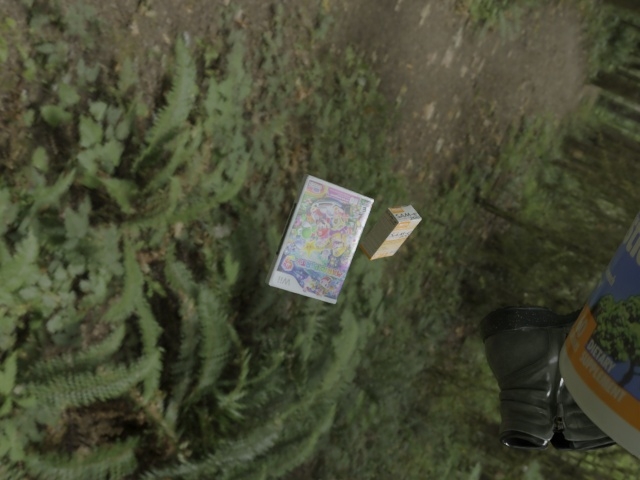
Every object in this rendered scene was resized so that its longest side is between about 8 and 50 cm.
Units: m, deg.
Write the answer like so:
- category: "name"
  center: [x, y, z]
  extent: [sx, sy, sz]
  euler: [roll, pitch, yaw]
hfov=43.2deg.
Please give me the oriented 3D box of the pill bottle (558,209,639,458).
- category: "pill bottle"
  center: [0.257, -0.006, 0.438]
  extent: [0.272, 0.152, 0.152]
  euler: [-68, 167, 21]

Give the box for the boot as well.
- category: "boot"
  center: [0.299, 0.155, 0.895]
  extent: [0.083, 0.246, 0.161]
  euler: [103, -18, -59]

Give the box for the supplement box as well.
- category: "supplement box"
  center: [0.119, -0.013, 1.382]
  extent: [0.062, 0.036, 0.098]
  euler: [-10, 145, -43]

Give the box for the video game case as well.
- category: "video game case"
  center: [0.000, 0.000, 0.858]
  extent: [0.011, 0.087, 0.122]
  euler: [26, -83, 60]
